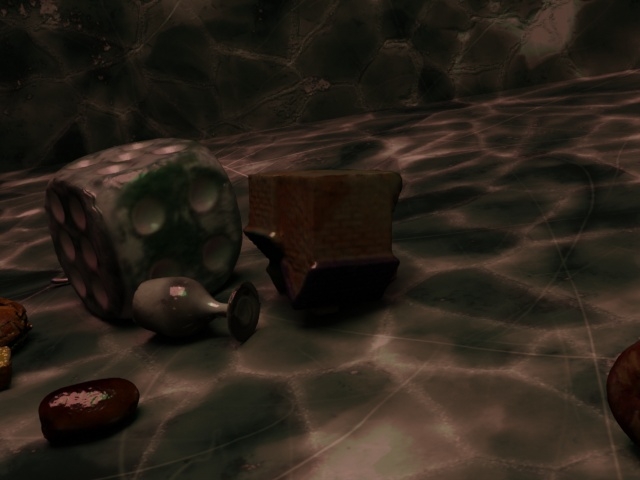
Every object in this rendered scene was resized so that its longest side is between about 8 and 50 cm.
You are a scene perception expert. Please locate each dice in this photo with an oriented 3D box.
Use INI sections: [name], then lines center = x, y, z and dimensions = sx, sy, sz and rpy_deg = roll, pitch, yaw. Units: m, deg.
[dice]
center = -0.403, -0.032, 1.975
dimensions = 0.348, 0.327, 0.331
rpy_deg = -26, 24, -37

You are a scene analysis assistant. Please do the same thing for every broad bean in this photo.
[broad bean]
center = -0.386, 0.279, 1.475
dimensions = 0.165, 0.084, 0.114
rpy_deg = -9, 35, -15

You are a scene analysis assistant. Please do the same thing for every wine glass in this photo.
[wine glass]
center = -0.248, 0.134, 1.742
dimensions = 0.241, 0.126, 0.126
rpy_deg = 3, 24, 27

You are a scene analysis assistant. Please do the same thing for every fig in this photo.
[fig]
center = 0.492, 0.208, 1.162
dimensions = 0.231, 0.160, 0.143
rpy_deg = 15, 4, -25

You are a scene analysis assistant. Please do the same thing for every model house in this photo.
[model house]
center = 0.000, 0.000, 1.781
dimensions = 0.245, 0.279, 0.312
rpy_deg = -6, 8, -29

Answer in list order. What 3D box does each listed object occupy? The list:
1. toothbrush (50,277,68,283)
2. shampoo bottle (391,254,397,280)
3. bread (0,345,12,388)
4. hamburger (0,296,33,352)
[toothbrush]
center = -0.542, 0.073, 2.207
dimensions = 0.269, 0.027, 0.021
rpy_deg = -14, -16, -10
[shampoo bottle]
center = 0.043, 0.049, 1.912
dimensions = 0.260, 0.064, 0.102
rpy_deg = 4, 24, 36
[bread]
center = -0.679, 0.257, 1.712
dimensions = 0.188, 0.065, 0.103
rpy_deg = -12, 18, 0
[hamburger]
center = -0.735, 0.194, 1.863
dimensions = 0.231, 0.106, 0.231
rpy_deg = -2, 20, 1
